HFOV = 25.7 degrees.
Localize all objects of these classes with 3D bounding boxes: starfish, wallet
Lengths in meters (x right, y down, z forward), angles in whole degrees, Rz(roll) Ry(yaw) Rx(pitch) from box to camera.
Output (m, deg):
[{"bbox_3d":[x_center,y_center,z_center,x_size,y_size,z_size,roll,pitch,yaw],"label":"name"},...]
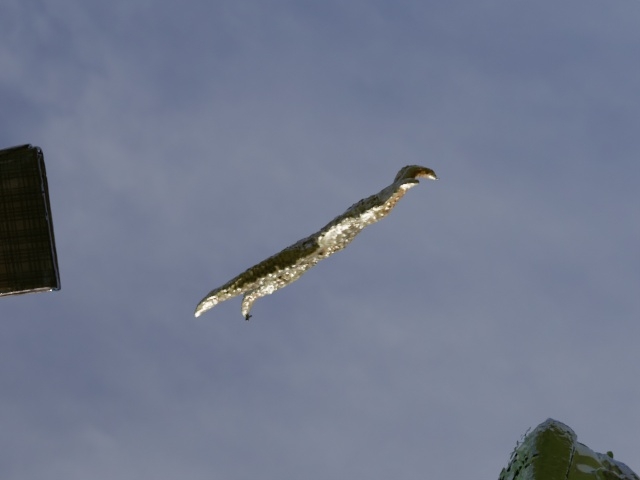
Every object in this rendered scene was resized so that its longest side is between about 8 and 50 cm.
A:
[{"bbox_3d":[0.000,0.000,0.448,0.092,0.086,0.016,-30,-95,-21],"label":"starfish"},{"bbox_3d":[-0.328,-0.002,1.127,0.230,0.042,0.124,-8,-88,2],"label":"wallet"}]

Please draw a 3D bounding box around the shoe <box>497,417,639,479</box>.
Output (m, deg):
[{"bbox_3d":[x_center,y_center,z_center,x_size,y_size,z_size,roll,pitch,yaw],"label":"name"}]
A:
[{"bbox_3d":[0.155,0.216,0.907,0.128,0.140,0.262,10,-147,7],"label":"shoe"}]
